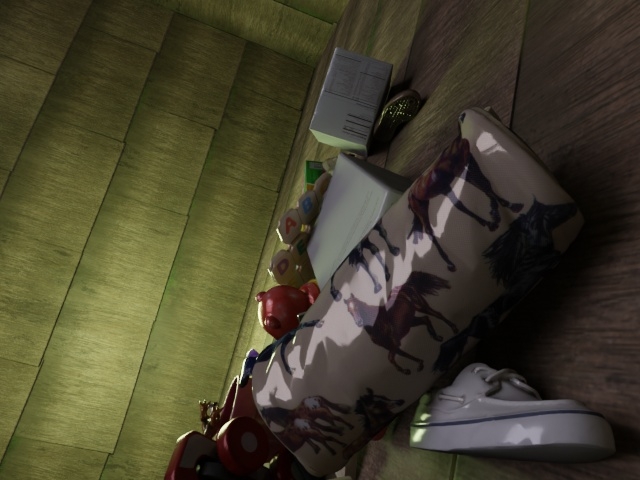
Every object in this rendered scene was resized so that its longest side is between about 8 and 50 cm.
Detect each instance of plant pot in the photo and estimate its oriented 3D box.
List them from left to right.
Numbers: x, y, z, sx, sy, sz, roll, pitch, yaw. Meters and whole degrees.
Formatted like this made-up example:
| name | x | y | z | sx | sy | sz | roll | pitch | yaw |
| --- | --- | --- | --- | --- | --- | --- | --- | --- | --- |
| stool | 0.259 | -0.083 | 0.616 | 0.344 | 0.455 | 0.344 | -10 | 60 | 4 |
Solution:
| name | x | y | z | sx | sy | sz | roll | pitch | yaw |
| --- | --- | --- | --- | --- | --- | --- | --- | --- | --- |
| plant pot | -0.140 | 0.439 | 1.149 | 0.201 | 0.180 | 0.202 | -163 | 90 | -78 |

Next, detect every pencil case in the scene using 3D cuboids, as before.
| name | x | y | z | sx | sy | sz | roll | pitch | yaw |
| --- | --- | --- | --- | --- | --- | --- | --- | --- | --- |
| pencil case | 0.087 | 0.056 | 0.524 | 0.410 | 0.159 | 0.184 | -50 | 42 | 17 |

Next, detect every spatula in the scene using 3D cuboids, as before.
| name | x | y | z | sx | sy | sz | roll | pitch | yaw |
| --- | --- | --- | --- | --- | --- | --- | --- | --- | --- |
| spatula | -0.069 | 0.347 | 0.930 | 0.297 | 0.030 | 0.084 | 65 | 150 | 13 |

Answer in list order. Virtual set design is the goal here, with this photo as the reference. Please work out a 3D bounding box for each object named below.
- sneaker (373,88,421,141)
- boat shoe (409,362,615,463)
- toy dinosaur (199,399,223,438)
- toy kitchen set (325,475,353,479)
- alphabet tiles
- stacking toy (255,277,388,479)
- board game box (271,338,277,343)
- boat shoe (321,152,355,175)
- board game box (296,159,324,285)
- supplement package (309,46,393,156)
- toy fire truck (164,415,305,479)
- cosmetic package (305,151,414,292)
| name | x | y | z | sx | sy | sz | roll | pitch | yaw |
| --- | --- | --- | --- | --- | --- | --- | --- | --- | --- |
| sneaker | 0.168 | -0.297 | 1.089 | 0.188 | 0.066 | 0.071 | 138 | 148 | -66 |
| boat shoe | 0.154 | 0.158 | 0.456 | 0.258 | 0.095 | 0.084 | 134 | 147 | -62 |
| toy dinosaur | -0.263 | 0.450 | 1.153 | 0.211 | 0.064 | 0.112 | -80 | -8 | -71 |
| toy kitchen set | -0.009 | 0.444 | 0.687 | 0.207 | 0.122 | 0.166 | 102 | 159 | -56 |
| alphabet tiles | 0.000 | 0.000 | 1.059 | 0.284 | 0.021 | 0.278 | -48 | -36 | -23 |
| stacking toy | -0.024 | 0.232 | 0.808 | 0.309 | 0.130 | 0.280 | 43 | 125 | 57 |
| board game box | -0.079 | 0.237 | 1.057 | 0.170 | 0.048 | 0.141 | -97 | 22 | -72 |
| boat shoe | 0.068 | -0.186 | 1.333 | 0.098 | 0.109 | 0.302 | -31 | 12 | 13 |
| board game box | -0.029 | -0.044 | 1.439 | 0.242 | 0.064 | 0.317 | -94 | 11 | -59 |
| supplement package | 0.081 | -0.342 | 1.233 | 0.194 | 0.149 | 0.203 | -15 | -56 | -84 |
| toy fire truck | -0.148 | 0.492 | 0.879 | 0.169 | 0.302 | 0.254 | -39 | 25 | 29 |
| cosmetic package | 0.092 | -0.005 | 0.820 | 0.385 | 0.156 | 0.217 | -107 | 36 | -71 |
